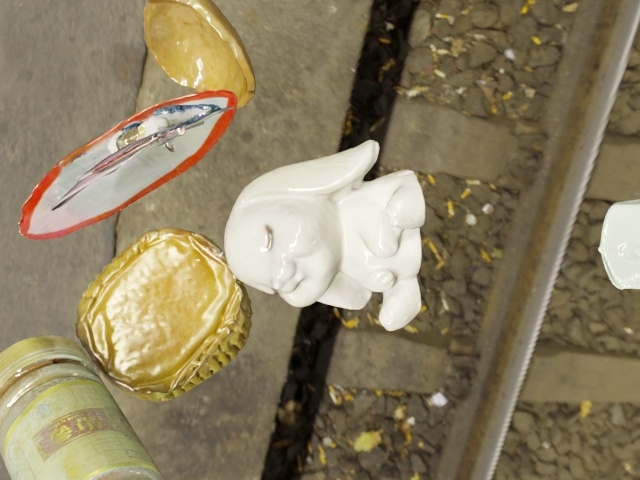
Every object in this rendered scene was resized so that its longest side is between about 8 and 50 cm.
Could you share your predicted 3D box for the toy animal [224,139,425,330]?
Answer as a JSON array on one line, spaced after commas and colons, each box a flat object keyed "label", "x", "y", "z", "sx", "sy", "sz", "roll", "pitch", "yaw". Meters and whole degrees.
[{"label": "toy animal", "x": 0.000, "y": 0.000, "z": 1.231, "sx": 0.265, "sy": 0.206, "sz": 0.271, "roll": -6, "pitch": 127, "yaw": -3}]

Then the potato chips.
[{"label": "potato chips", "x": -0.157, "y": -0.267, "z": 1.191, "sx": 0.062, "sy": 0.195, "sz": 0.208, "roll": -51, "pitch": 132, "yaw": -23}]

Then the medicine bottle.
[{"label": "medicine bottle", "x": -0.301, "y": 0.262, "z": 1.084, "sx": 0.151, "sy": 0.322, "sz": 0.151, "roll": -19, "pitch": 127, "yaw": -27}]

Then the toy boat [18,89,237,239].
[{"label": "toy boat", "x": -0.173, "y": -0.055, "z": 0.747, "sx": 0.219, "sy": 0.318, "sz": 0.072, "roll": -29, "pitch": 103, "yaw": 11}]

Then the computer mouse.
[{"label": "computer mouse", "x": 0.476, "y": 0.003, "z": 1.135, "sx": 0.231, "sy": 0.079, "sz": 0.127, "roll": -9, "pitch": 110, "yaw": 13}]

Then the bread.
[{"label": "bread", "x": -0.232, "y": 0.111, "z": 1.329, "sx": 0.253, "sy": 0.142, "sz": 0.227, "roll": -42, "pitch": 78, "yaw": -15}]
